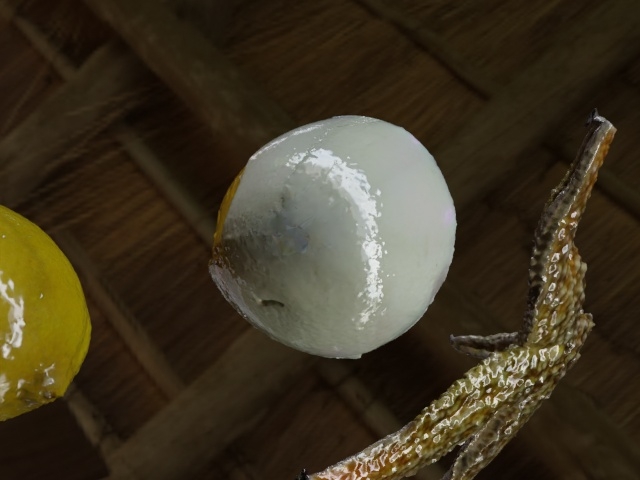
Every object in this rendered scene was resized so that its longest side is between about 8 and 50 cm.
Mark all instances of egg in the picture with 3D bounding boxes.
[{"bbox_3d":[0.000,0.000,1.492,0.337,0.201,0.337,1,-86,18],"label":"egg"}]

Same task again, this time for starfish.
[{"bbox_3d":[0.149,0.112,1.082,0.132,0.384,0.398,43,-6,16],"label":"starfish"}]

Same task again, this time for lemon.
[{"bbox_3d":[-0.381,0.072,1.269,0.236,0.236,0.263,-26,-80,49],"label":"lemon"}]
